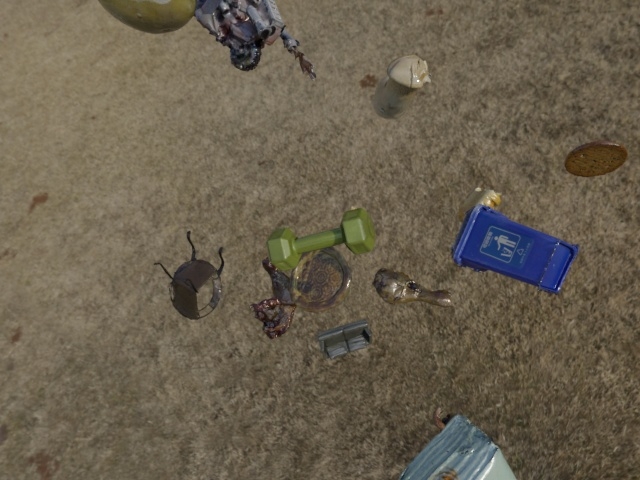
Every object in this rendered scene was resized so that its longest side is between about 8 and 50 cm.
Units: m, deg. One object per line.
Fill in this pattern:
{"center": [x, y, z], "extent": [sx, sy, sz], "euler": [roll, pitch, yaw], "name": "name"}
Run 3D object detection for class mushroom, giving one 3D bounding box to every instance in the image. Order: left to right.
{"center": [0.148, -0.287, 0.842], "extent": [0.081, 0.223, 0.092], "euler": [30, 95, -2], "name": "mushroom"}
{"center": [0.421, 0.598, 1.376], "extent": [0.080, 0.135, 0.170], "euler": [-15, 55, -37], "name": "mushroom"}

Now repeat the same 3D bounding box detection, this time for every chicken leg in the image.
{"center": [-0.178, 0.228, 1.718], "extent": [0.083, 0.178, 0.322], "euler": [-133, 58, -77], "name": "chicken leg"}
{"center": [0.218, 0.124, 1.055], "extent": [0.198, 0.068, 0.085], "euler": [15, 32, 23], "name": "chicken leg"}

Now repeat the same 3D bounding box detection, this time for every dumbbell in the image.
{"center": [0.000, 0.000, 1.206], "extent": [0.302, 0.121, 0.108], "euler": [-14, 58, 20], "name": "dumbbell"}

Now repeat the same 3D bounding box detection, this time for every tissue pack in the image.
{"center": [0.334, 0.635, 1.006], "extent": [0.287, 0.387, 0.162], "euler": [-40, 28, -14], "name": "tissue pack"}

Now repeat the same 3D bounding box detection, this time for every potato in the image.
{"center": [-0.374, -0.530, 0.916], "extent": [0.235, 0.178, 0.160], "euler": [41, 112, 8], "name": "potato"}

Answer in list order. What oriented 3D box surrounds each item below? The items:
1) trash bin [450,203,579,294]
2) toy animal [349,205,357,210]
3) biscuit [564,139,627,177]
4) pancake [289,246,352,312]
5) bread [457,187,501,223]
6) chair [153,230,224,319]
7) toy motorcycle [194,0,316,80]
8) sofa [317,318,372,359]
{"center": [0.454, 0.025, 1.030], "extent": [0.235, 0.184, 0.162], "euler": [28, 100, 49], "name": "trash bin"}
{"center": [0.141, -0.103, 1.869], "extent": [0.061, 0.081, 0.083], "euler": [-4, 36, 45], "name": "toy animal"}
{"center": [0.945, -0.281, 1.513], "extent": [0.188, 0.188, 0.027], "euler": [-1, 62, 23], "name": "biscuit"}
{"center": [-0.003, 0.135, 1.564], "extent": [0.250, 0.031, 0.249], "euler": [-7, 74, 25], "name": "pancake"}
{"center": [0.597, -0.129, 1.654], "extent": [0.177, 0.084, 0.119], "euler": [-47, 21, 3], "name": "bread"}
{"center": [-0.365, 0.113, 1.253], "extent": [0.174, 0.213, 0.149], "euler": [24, 45, 19], "name": "chair"}
{"center": [-0.160, -0.511, 1.023], "extent": [0.207, 0.134, 0.400], "euler": [-45, 70, 25], "name": "toy motorcycle"}
{"center": [0.070, 0.280, 1.228], "extent": [0.147, 0.085, 0.060], "euler": [-16, 52, -4], "name": "sofa"}
